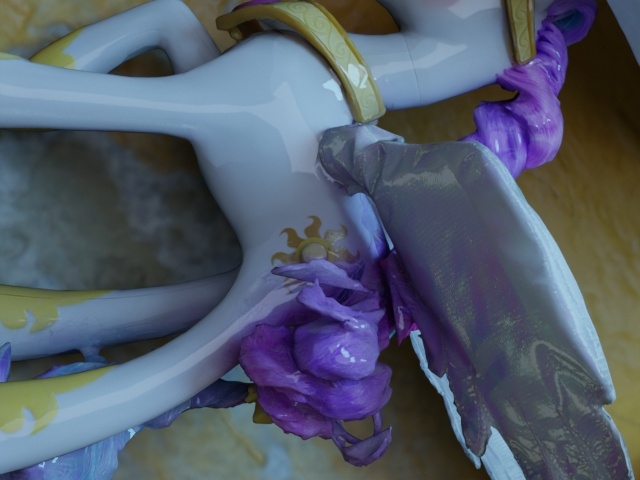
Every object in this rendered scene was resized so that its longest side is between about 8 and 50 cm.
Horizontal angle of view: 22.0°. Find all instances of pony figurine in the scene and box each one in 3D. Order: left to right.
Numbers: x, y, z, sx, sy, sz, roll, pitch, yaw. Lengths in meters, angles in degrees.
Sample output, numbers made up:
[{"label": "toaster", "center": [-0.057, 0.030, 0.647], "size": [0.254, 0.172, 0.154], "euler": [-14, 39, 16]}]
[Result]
[{"label": "pony figurine", "center": [0.000, 0.000, 0.791], "size": [0.364, 0.303, 0.351], "euler": [-15, 80, -3]}]

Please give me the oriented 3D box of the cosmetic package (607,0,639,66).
[{"label": "cosmetic package", "center": [0.364, -0.222, 0.804], "size": [0.327, 0.329, 0.393], "euler": [15, 77, 26]}]
